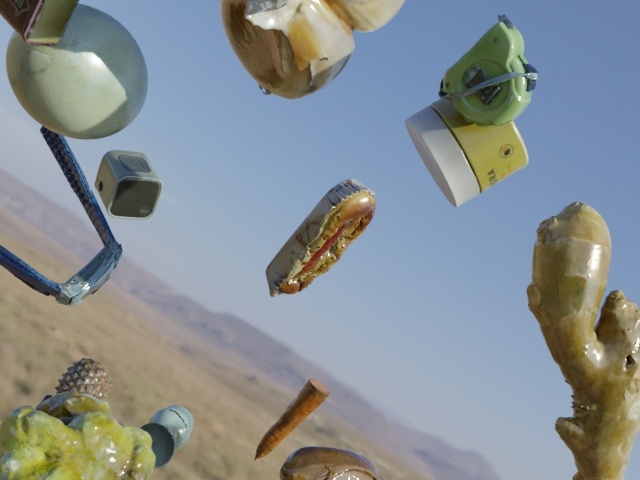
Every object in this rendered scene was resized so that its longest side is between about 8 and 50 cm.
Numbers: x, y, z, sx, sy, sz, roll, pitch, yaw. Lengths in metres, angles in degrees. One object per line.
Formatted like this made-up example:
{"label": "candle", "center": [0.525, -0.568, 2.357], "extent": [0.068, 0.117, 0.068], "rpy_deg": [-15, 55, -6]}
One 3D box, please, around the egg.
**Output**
{"label": "egg", "center": [-0.348, -0.242, 1.598], "extent": [0.186, 0.187, 0.253], "rpy_deg": [30, 0, 22]}

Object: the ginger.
{"label": "ginger", "center": [0.389, 0.166, 1.510], "extent": [0.363, 0.348, 0.122], "rpy_deg": [28, 5, -22]}

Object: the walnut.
{"label": "walnut", "center": [0.024, 0.449, 2.058], "extent": [0.245, 0.137, 0.137], "rpy_deg": [21, 2, -40]}

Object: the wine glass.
{"label": "wine glass", "center": [-0.272, 0.338, 1.933], "extent": [0.079, 0.079, 0.195], "rpy_deg": [32, 3, 2]}

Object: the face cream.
{"label": "face cream", "center": [0.310, -0.208, 2.342], "extent": [0.218, 0.179, 0.218], "rpy_deg": [60, 1, -1]}

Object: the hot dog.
{"label": "hot dog", "center": [0.000, 0.000, 1.798], "extent": [0.069, 0.253, 0.131], "rpy_deg": [50, 27, 19]}

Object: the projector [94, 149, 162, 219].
{"label": "projector", "center": [-0.314, -0.090, 1.805], "extent": [0.083, 0.083, 0.082], "rpy_deg": [4, 34, -33]}

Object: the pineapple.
{"label": "pineapple", "center": [-0.370, 0.239, 1.581], "extent": [0.074, 0.159, 0.074], "rpy_deg": [25, -41, 24]}

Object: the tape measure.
{"label": "tape measure", "center": [0.334, -0.313, 2.175], "extent": [0.175, 0.200, 0.106], "rpy_deg": [55, 27, 10]}

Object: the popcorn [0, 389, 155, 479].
{"label": "popcorn", "center": [-0.330, 0.326, 1.349], "extent": [0.225, 0.277, 0.276], "rpy_deg": [13, -9, 3]}

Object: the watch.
{"label": "watch", "center": [-0.470, -0.042, 1.990], "extent": [0.274, 0.276, 0.068], "rpy_deg": [36, -28, -2]}

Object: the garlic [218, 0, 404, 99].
{"label": "garlic", "center": [-0.018, -0.336, 1.520], "extent": [0.249, 0.286, 0.313], "rpy_deg": [21, 1, -9]}

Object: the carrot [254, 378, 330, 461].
{"label": "carrot", "center": [-0.071, 0.391, 2.384], "extent": [0.057, 0.224, 0.057], "rpy_deg": [39, 12, -10]}

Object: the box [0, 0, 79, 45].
{"label": "box", "center": [-0.391, -0.356, 1.399], "extent": [0.224, 0.120, 0.069], "rpy_deg": [46, 27, 24]}
